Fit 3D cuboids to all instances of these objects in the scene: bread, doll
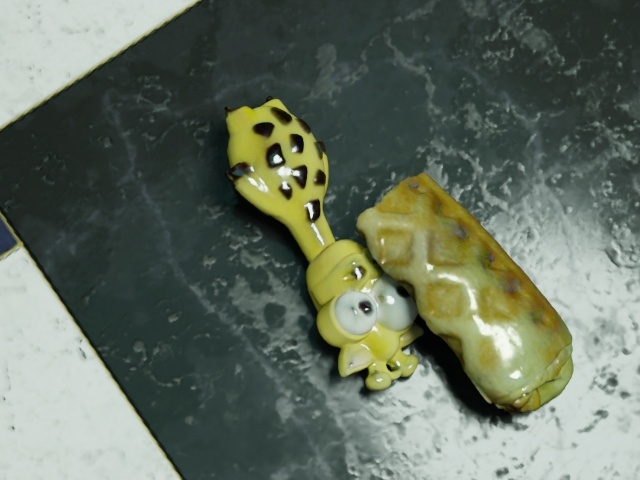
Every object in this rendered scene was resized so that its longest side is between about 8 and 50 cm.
[{"bbox_3d":[0.138,0.045,1.364,0.088,0.128,0.232,-41,80,28],"label":"bread"},{"bbox_3d":[0.000,-0.001,1.394,0.117,0.086,0.291,-22,79,-36],"label":"doll"}]
